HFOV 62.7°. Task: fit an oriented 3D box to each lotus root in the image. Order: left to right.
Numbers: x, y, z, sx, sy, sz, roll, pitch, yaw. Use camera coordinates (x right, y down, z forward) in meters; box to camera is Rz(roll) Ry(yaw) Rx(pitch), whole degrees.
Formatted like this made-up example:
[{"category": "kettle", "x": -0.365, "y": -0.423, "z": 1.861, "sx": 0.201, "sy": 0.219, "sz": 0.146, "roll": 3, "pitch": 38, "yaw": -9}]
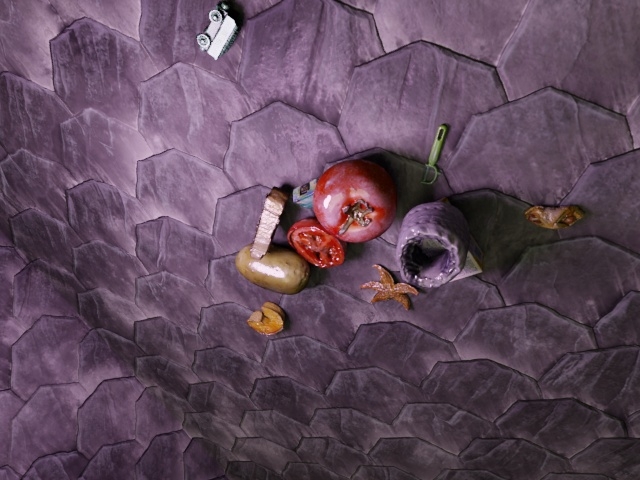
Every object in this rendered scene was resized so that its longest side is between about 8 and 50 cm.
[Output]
[{"category": "lotus root", "x": -0.178, "y": -0.075, "z": 1.889, "sx": 0.075, "sy": 0.170, "sz": 0.260, "roll": 21, "pitch": 123, "yaw": -1}]

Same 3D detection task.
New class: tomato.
[{"category": "tomato", "x": -0.001, "y": -0.003, "z": 1.917, "sx": 0.228, "sy": 0.101, "sz": 0.227, "roll": 18, "pitch": 140, "yaw": 16}, {"category": "tomato", "x": 0.109, "y": -0.132, "z": 1.670, "sx": 0.271, "sy": 0.227, "sz": 0.270, "roll": 0, "pitch": 124, "yaw": 0}]

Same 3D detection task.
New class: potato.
[{"category": "potato", "x": -0.181, "y": 0.107, "z": 2.030, "sx": 0.308, "sy": 0.173, "sz": 0.210, "roll": 20, "pitch": 164, "yaw": 8}]

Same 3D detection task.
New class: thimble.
[{"category": "thimble", "x": 0.338, "y": 0.018, "z": 1.602, "sx": 0.217, "sy": 0.157, "sz": 0.245, "roll": 22, "pitch": 133, "yaw": 7}]

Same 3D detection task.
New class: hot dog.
[{"category": "hot dog", "x": 0.698, "y": -0.065, "z": 1.568, "sx": 0.169, "sy": 0.061, "sz": 0.078, "roll": 0, "pitch": 128, "yaw": 25}]

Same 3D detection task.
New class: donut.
[{"category": "donut", "x": -0.227, "y": 0.347, "z": 2.323, "sx": 0.146, "sy": 0.078, "sz": 0.181, "roll": 37, "pitch": 126, "yaw": -9}]

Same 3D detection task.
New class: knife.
[{"category": "knife", "x": 0.355, "y": -0.257, "z": 1.599, "sx": 0.055, "sy": 0.015, "sz": 0.212, "roll": 17, "pitch": 132, "yaw": 10}]

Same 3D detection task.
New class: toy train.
[{"category": "toy train", "x": -0.299, "y": -0.622, "z": 1.562, "sx": 0.100, "sy": 0.070, "sz": 0.172, "roll": 34, "pitch": 132, "yaw": -14}]

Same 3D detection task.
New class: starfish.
[{"category": "starfish", "x": 0.257, "y": 0.185, "z": 1.991, "sx": 0.228, "sy": 0.043, "sz": 0.240, "roll": -17, "pitch": 116, "yaw": 33}]

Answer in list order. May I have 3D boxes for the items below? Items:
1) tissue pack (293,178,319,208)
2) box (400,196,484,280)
[{"category": "tissue pack", "x": -0.027, "y": -0.169, "z": 1.808, "sx": 0.111, "sy": 0.079, "sz": 0.085, "roll": -21, "pitch": 152, "yaw": 37}, {"category": "box", "x": 0.405, "y": 0.005, "z": 1.735, "sx": 0.168, "sy": 0.097, "sz": 0.265, "roll": -25, "pitch": 113, "yaw": 37}]
